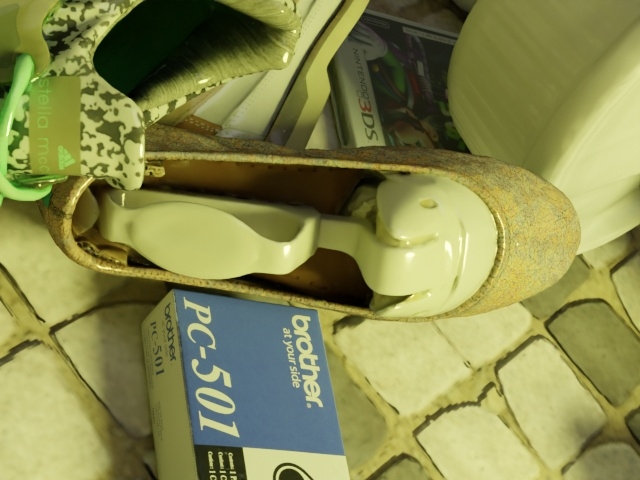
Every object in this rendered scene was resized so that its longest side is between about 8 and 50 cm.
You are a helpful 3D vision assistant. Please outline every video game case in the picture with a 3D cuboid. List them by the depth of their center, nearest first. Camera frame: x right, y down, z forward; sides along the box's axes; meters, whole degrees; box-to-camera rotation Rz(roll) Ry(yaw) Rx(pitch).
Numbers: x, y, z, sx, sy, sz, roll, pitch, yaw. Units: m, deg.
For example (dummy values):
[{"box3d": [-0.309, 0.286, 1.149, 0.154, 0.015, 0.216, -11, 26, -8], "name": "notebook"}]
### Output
[{"box3d": [0.092, -0.087, 1.003, 0.190, 0.022, 0.173, 10, 54, -31], "name": "video game case"}]

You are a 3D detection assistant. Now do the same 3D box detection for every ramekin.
[{"box3d": [0.205, -0.124, 0.919, 0.273, 0.273, 0.127, -17, 57, -42], "name": "ramekin"}]

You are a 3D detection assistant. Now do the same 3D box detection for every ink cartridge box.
[{"box3d": [-0.035, 0.130, 0.733, 0.097, 0.046, 0.207, 10, 54, -32], "name": "ink cartridge box"}]

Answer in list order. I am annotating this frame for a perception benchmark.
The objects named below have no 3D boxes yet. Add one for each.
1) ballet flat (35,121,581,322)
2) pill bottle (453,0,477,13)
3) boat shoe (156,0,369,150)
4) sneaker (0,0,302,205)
[{"box3d": [0.000, 0.000, 0.751, 0.316, 0.107, 0.106, 5, 15, -8], "name": "ballet flat"}, {"box3d": [0.169, -0.218, 1.093, 0.194, 0.108, 0.108, 20, 49, -24], "name": "pill bottle"}, {"box3d": [-0.039, -0.150, 0.888, 0.103, 0.113, 0.302, 35, 45, -19], "name": "boat shoe"}, {"box3d": [-0.168, -0.072, 0.636, 0.182, 0.158, 0.410, 29, 48, 31], "name": "sneaker"}]
